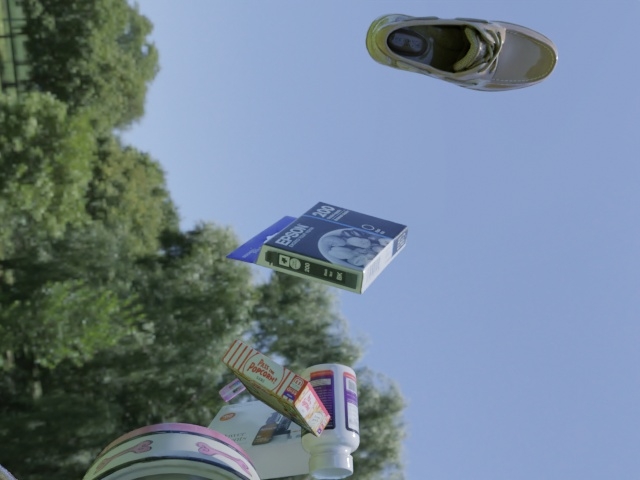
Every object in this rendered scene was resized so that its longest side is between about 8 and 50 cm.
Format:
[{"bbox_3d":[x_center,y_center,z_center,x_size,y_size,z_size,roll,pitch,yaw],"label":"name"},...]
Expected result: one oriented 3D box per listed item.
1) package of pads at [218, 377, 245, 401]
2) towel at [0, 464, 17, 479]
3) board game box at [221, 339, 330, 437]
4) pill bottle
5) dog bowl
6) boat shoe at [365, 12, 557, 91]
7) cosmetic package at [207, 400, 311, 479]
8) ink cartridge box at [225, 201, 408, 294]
[{"bbox_3d":[-0.187,0.324,1.811,0.032,0.083,0.050,54,-12,3],"label":"package of pads"},{"bbox_3d":[-0.706,0.664,1.998,0.317,0.053,0.332,29,-28,29],"label":"towel"},{"bbox_3d":[-0.070,0.248,1.348,0.147,0.045,0.193,27,-19,23],"label":"board game box"},{"bbox_3d":[0.017,0.337,1.511,0.108,0.108,0.193,119,-26,-54],"label":"pill bottle"},{"bbox_3d":[-0.288,0.529,1.578,0.150,0.408,0.408,-103,-164,-62],"label":"dog bowl"},{"bbox_3d":[0.250,-0.312,1.369,0.110,0.341,0.121,-122,-144,-71],"label":"boat shoe"},{"bbox_3d":[-0.123,0.510,2.127,0.284,0.377,0.097,-48,124,-71],"label":"cosmetic package"},{"bbox_3d":[0.000,0.000,1.188,0.208,0.206,0.045,14,-66,18],"label":"ink cartridge box"}]
